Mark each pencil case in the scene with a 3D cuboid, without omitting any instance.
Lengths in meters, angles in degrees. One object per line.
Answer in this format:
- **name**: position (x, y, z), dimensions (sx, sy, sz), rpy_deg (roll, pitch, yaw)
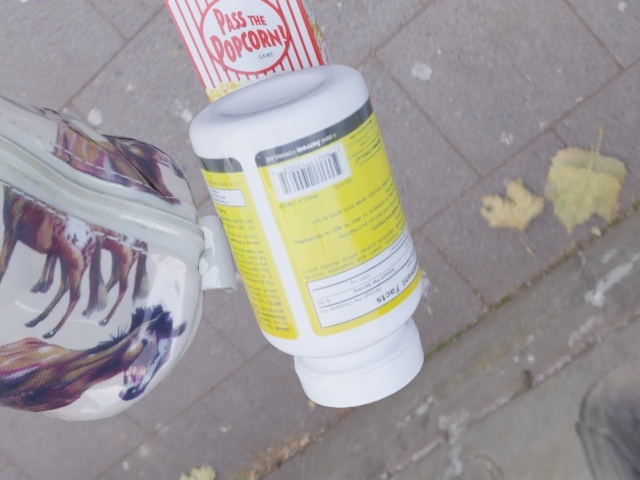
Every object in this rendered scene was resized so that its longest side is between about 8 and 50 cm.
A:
- **pencil case**: position (-0.211, -0.034, 0.395), dimensions (0.183, 0.160, 0.410), rpy_deg (-8, 158, 29)

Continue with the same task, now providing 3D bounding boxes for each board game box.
- **board game box**: position (-0.071, -0.219, 1.083), dimensions (0.146, 0.045, 0.193), rpy_deg (-10, 127, 18)

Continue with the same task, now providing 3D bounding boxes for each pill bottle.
- **pill bottle**: position (0.000, 0.000, 1.022), dimensions (0.187, 0.188, 0.334), rpy_deg (-13, 112, 11)

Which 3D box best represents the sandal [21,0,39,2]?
- **sandal**: position (-0.186, -0.380, 1.163), dimensions (0.416, 0.169, 0.102), rpy_deg (-29, 111, 12)
